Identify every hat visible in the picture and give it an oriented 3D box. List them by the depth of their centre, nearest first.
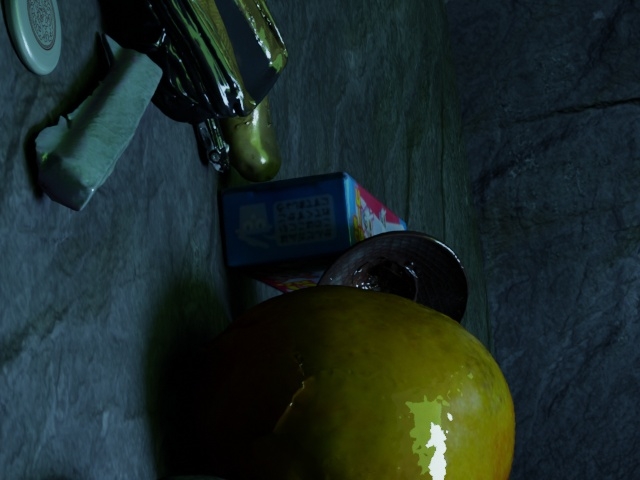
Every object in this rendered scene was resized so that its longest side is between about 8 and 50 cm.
[{"bbox_3d":[0.070,0.054,2.205,0.082,0.193,0.193,-115,-175,-55],"label":"hat"}]

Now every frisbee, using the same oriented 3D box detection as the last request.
[{"bbox_3d":[-0.256,-0.202,1.717,0.110,0.014,0.110,-9,90,-76],"label":"frisbee"}]

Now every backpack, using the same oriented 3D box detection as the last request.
[{"bbox_3d":[-0.149,-0.253,1.971,0.258,0.133,0.206,67,27,-26],"label":"backpack"}]

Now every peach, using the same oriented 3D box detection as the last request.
[{"bbox_3d":[0.032,0.202,1.989,0.372,0.290,0.372,12,74,-45],"label":"peach"}]

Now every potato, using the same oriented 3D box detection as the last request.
[{"bbox_3d":[-0.088,-0.134,2.226,0.091,0.070,0.138,-31,113,-77],"label":"potato"}]

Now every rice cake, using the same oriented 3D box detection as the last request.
[{"bbox_3d":[-0.211,-0.113,1.791,0.081,0.051,0.290,41,26,-13],"label":"rice cake"}]

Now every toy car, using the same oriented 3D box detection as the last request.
[{"bbox_3d":[-0.125,-0.121,2.162,0.041,0.025,0.093,-46,123,-71],"label":"toy car"}]

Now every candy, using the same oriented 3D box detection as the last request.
[{"bbox_3d":[0.000,0.001,2.314,0.306,0.157,0.100,31,52,-73],"label":"candy"}]

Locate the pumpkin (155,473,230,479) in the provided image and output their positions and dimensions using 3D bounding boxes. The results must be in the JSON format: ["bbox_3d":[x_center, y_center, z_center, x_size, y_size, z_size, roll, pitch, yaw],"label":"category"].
[{"bbox_3d":[-0.101,0.346,1.616,0.300,0.207,0.300,-21,90,-84],"label":"pumpkin"}]
